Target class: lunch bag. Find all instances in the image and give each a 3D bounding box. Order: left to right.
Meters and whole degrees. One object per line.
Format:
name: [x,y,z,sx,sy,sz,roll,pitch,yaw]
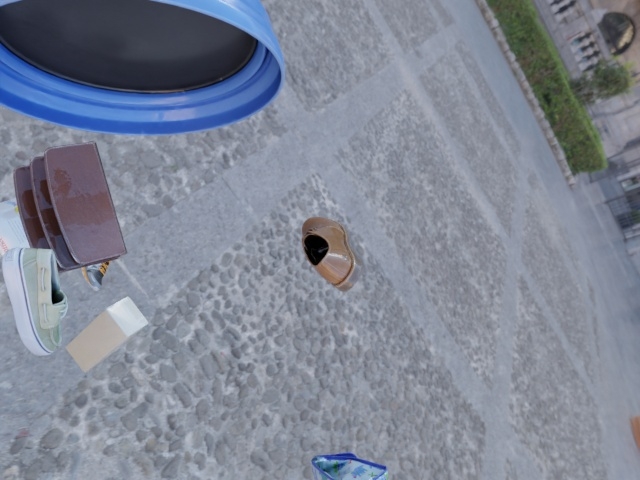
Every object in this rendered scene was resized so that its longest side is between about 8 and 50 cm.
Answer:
lunch bag: [0.053,0.470,0.799,0.096,0.151,0.129,-14,95,-50]

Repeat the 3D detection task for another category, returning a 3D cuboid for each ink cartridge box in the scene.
ink cartridge box: [-0.973,-0.059,1.443,0.212,0.093,0.154,-29,130,-29]

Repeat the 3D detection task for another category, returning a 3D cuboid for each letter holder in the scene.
letter holder: [-0.660,-0.077,1.141,0.214,0.152,0.302,-16,92,-29]

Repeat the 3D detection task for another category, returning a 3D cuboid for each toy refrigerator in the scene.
toy refrigerator: [-0.638,0.282,1.311,0.102,0.269,0.094,53,30,-1]

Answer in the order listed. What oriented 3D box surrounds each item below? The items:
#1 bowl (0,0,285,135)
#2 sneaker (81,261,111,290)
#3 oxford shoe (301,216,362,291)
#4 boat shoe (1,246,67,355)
bowl: [-0.246,-0.240,0.587,0.391,0.391,0.077,-1,82,-50]
sneaker: [-0.770,0.077,1.521,0.083,0.084,0.215,-12,56,-11]
oxford shoe: [0.000,0.000,0.713,0.076,0.076,0.212,33,9,-25]
boat shoe: [-0.640,0.150,1.011,0.094,0.302,0.109,-3,36,-14]
